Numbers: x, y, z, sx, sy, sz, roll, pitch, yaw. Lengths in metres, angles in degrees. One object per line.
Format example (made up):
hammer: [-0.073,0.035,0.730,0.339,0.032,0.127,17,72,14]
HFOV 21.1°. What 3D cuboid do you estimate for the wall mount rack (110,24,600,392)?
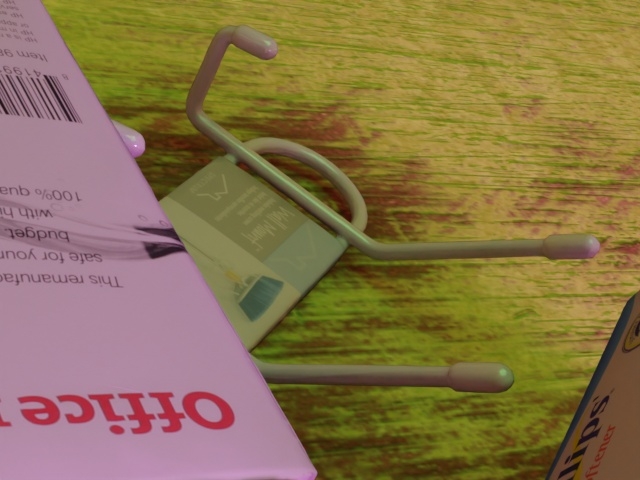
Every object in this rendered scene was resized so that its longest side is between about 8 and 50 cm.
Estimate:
wall mount rack: [0.000,0.000,1.116,0.304,0.130,0.350,35,33,7]

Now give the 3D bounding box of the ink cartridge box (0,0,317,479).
ink cartridge box: [-0.226,0.032,0.849,0.286,0.166,0.395,2,41,-37]

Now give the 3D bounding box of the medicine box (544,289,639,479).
medicine box: [0.271,0.176,0.927,0.289,0.149,0.263,39,49,-7]
